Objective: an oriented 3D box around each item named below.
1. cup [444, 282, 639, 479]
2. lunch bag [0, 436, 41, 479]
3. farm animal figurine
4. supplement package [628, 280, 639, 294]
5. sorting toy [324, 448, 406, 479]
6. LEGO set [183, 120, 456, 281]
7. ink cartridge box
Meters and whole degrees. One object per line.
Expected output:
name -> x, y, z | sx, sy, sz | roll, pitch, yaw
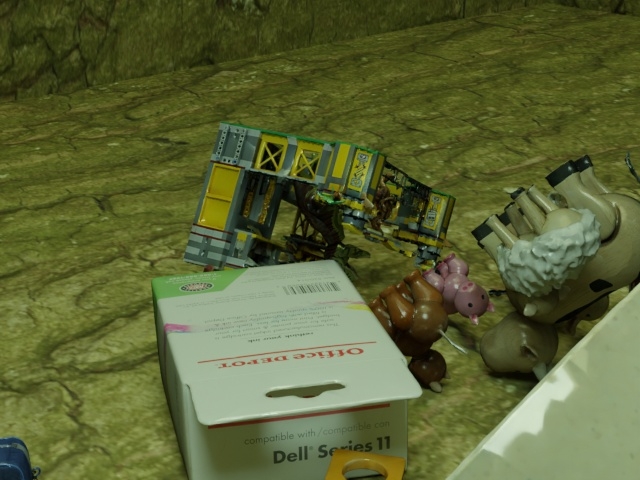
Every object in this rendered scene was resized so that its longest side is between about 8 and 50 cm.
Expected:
cup -> 0.142, 0.195, 0.569 | 0.237, 0.331, 0.331 | 43, 37, 15
lunch bag -> -0.294, 0.212, 1.163 | 0.098, 0.067, 0.065 | -5, 20, -10
farm animal figurine -> 0.230, 0.048, 1.388 | 0.327, 0.172, 0.330 | -41, -9, 39
supplement package -> 0.458, 0.072, 1.342 | 0.204, 0.145, 0.262 | -6, 19, -12
sorting toy -> 0.004, 0.268, 0.997 | 0.196, 0.047, 0.348 | 12, 26, 20
LEGO set -> 0.000, 0.000, 1.528 | 0.255, 0.192, 0.331 | 14, -4, 20
ink cartridge box -> -0.041, 0.135, 1.267 | 0.207, 0.119, 0.353 | -5, 19, -11
